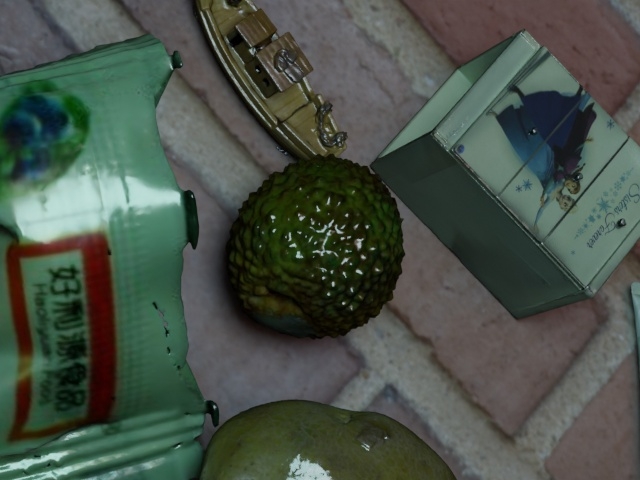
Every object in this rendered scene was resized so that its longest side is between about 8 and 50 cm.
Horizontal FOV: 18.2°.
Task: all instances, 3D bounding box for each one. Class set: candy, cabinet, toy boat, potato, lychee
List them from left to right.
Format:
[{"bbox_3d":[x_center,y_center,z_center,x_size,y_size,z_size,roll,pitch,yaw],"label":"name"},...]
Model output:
[{"bbox_3d":[-0.224,0.046,1.647,0.263,0.172,0.397,-8,104,-15],"label":"candy"},{"bbox_3d":[-0.047,-0.157,1.787,0.064,0.072,0.206,-38,97,-27],"label":"toy boat"},{"bbox_3d":[0.000,0.000,1.737,0.171,0.171,0.171,5,79,-23],"label":"lychee"},{"bbox_3d":[0.015,0.230,1.701,0.251,0.159,0.174,9,103,-9],"label":"potato"},{"bbox_3d":[0.186,-0.059,1.830,0.206,0.150,0.145,45,67,-9],"label":"cabinet"}]

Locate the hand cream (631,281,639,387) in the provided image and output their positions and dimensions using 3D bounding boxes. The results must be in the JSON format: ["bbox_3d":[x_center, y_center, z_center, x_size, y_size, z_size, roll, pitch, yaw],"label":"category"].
[{"bbox_3d":[0.333,0.143,1.915,0.078,0.050,0.204,7,73,-23],"label":"hand cream"}]
